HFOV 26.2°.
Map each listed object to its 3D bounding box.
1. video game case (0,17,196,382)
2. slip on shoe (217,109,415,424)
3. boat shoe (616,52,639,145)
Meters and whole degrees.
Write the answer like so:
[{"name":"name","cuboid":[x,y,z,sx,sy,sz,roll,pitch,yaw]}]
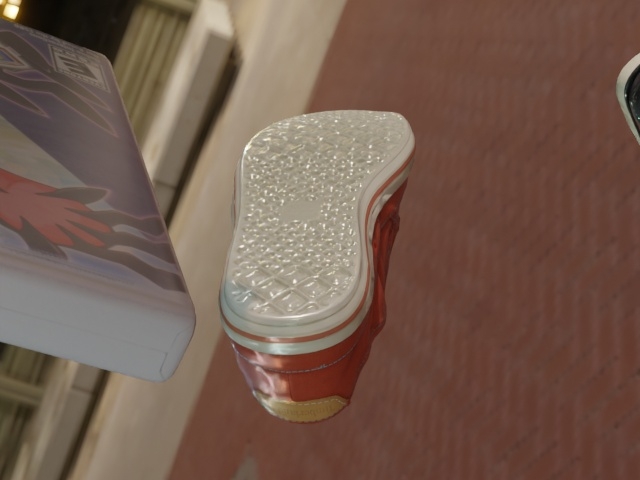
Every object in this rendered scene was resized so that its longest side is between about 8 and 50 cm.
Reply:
[{"name":"video game case","cuboid":[-0.139,-0.043,0.352,0.023,0.201,0.183,-63,25,18]},{"name":"slip on shoe","cuboid":[0.000,0.000,0.926,0.331,0.123,0.101,-78,-15,-58]},{"name":"boat shoe","cuboid":[0.198,-0.050,0.728,0.049,0.133,0.042,-44,49,3]}]
